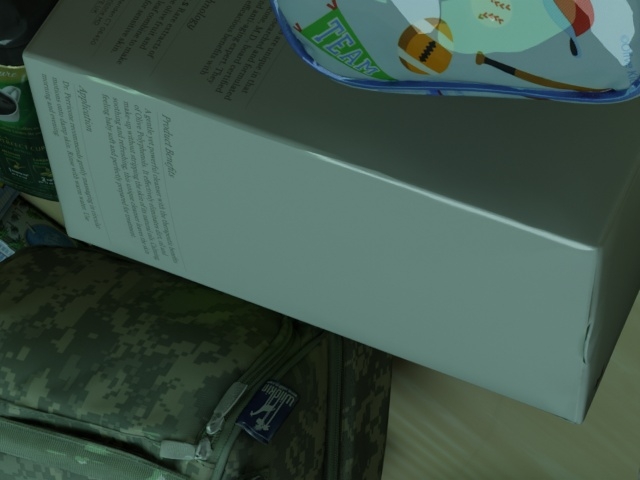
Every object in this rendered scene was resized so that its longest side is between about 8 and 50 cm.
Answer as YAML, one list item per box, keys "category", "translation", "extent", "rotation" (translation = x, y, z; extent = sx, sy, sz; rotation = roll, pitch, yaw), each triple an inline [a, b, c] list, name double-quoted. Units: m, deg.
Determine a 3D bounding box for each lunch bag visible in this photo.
- category: "lunch bag"
  translation: [0.072, -0.205, 0.909]
  extent: [0.243, 0.115, 0.303]
  rotation: [4, 128, 33]
- category: "lunch bag"
  translation: [-0.122, 0.123, 1.372]
  extent: [0.305, 0.256, 0.212]
  rotation: [12, 106, 27]

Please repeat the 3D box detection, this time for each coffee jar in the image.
- category: "coffee jar"
  translation: [-0.206, -0.115, 1.319]
  extent: [0.096, 0.079, 0.184]
  rotation: [20, 148, 21]

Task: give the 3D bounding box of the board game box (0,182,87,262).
- category: "board game box"
  translation: [-0.282, -0.002, 1.554]
  extent: [0.194, 0.060, 0.194]
  rotation: [36, 148, -10]

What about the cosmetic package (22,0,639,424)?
- category: "cosmetic package"
  translation: [0.020, -0.049, 1.162]
  extent: [0.365, 0.155, 0.197]
  rotation: [19, 147, 14]

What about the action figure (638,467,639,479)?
- category: "action figure"
  translation: [0.332, 0.312, 1.334]
  extent: [0.370, 0.276, 0.248]
  rotation: [35, 156, -35]
